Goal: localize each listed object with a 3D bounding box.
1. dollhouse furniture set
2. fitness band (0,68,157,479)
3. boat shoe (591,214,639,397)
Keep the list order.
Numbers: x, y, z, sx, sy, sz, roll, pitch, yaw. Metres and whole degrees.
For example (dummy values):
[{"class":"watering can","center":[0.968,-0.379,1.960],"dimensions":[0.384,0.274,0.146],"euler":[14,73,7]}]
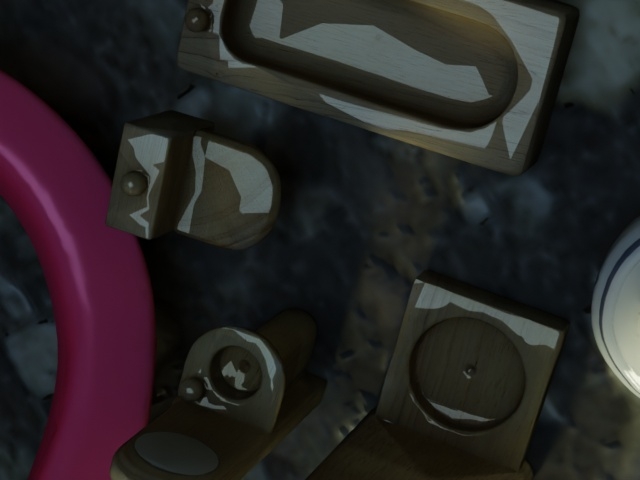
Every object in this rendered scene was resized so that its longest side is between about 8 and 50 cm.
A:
[{"class":"dollhouse furniture set","center":[0.000,0.000,0.415],"dimensions":[0.144,0.123,0.151],"euler":[19,108,15]},{"class":"fitness band","center":[-0.166,0.072,0.439],"dimensions":[0.209,0.054,0.291],"euler":[23,73,-12]},{"class":"boat shoe","center":[0.193,0.050,0.378],"dimensions":[0.258,0.084,0.095],"euler":[15,107,16]}]
